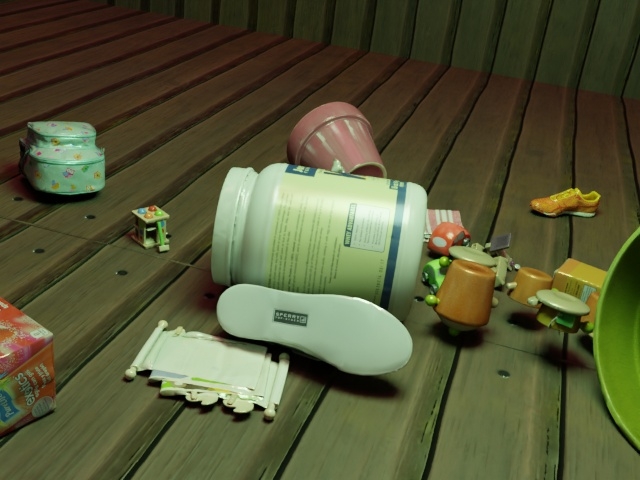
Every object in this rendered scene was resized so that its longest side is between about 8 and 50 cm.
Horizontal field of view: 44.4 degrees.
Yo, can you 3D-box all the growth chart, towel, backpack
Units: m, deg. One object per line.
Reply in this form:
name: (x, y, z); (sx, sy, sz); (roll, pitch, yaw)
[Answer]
growth chart: (-0.159, 0.184, 1.129); (0.237, 0.021, 0.172); (12, 27, 10)
towel: (0.209, -0.041, 1.672); (0.197, 0.029, 0.144); (6, 25, -3)
backpack: (-0.530, -0.169, 1.623); (0.165, 0.144, 0.188); (-2, 30, -30)

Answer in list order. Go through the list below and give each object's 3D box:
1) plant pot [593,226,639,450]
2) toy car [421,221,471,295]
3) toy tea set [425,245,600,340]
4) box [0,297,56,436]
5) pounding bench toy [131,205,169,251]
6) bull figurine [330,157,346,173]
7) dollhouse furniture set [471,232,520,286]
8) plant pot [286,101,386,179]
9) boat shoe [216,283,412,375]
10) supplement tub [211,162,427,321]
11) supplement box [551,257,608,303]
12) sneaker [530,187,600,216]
plant pot: (0.646, 0.146, 1.089); (0.352, 0.367, 0.366); (9, 24, -23)
toy car: (0.210, 0.032, 1.479); (0.239, 0.053, 0.225); (-7, 32, -15)
toy tea set: (0.337, 0.121, 1.303); (0.336, 0.124, 0.200); (20, 16, 17)
box: (-0.471, 0.142, 1.019); (0.256, 0.123, 0.128); (25, 32, 32)
pounding bench toy: (-0.309, -0.022, 1.461); (0.052, 0.065, 0.083); (-17, 35, -40)
bull figurine: (0.013, -0.054, 1.519); (0.310, 0.188, 0.101); (37, 0, 34)
dollhouse furniture set: (0.340, 0.062, 1.514); (0.091, 0.081, 0.114); (-18, 38, 38)
plant pot: (0.050, -0.177, 1.747); (0.201, 0.201, 0.180); (-9, 46, -29)
boat shoe: (-0.004, 0.134, 1.183); (0.301, 0.108, 0.102); (9, -7, 15)
supplement tub: (0.000, 0.000, 1.299); (0.324, 0.236, 0.235); (9, 26, 3)
supplement box: (0.529, 0.113, 1.385); (0.233, 0.080, 0.078); (22, 30, 31)
sneaker: (0.568, -0.093, 1.828); (0.175, 0.067, 0.064); (-3, 29, -17)
